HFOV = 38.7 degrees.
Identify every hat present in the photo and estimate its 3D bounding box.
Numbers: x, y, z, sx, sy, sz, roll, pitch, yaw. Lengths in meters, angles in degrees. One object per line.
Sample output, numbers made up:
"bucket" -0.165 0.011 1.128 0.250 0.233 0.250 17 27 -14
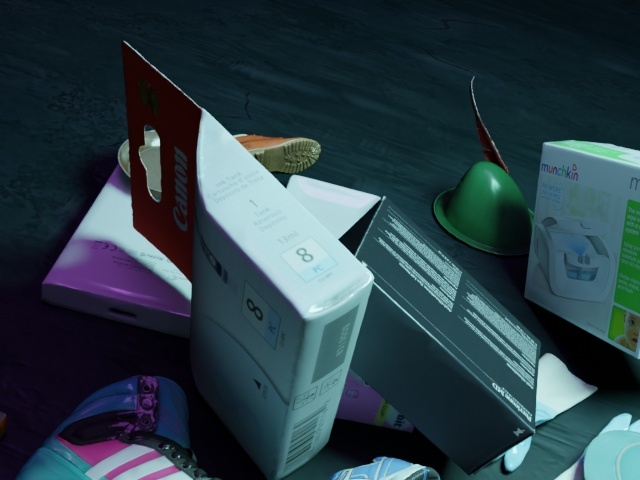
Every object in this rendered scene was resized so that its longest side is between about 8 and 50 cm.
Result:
"hat" 0.273 -0.105 1.403 0.208 0.183 0.173 26 38 16

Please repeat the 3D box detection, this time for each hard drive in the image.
"hard drive" -0.217 -0.002 1.222 0.203 0.040 0.307 14 35 0

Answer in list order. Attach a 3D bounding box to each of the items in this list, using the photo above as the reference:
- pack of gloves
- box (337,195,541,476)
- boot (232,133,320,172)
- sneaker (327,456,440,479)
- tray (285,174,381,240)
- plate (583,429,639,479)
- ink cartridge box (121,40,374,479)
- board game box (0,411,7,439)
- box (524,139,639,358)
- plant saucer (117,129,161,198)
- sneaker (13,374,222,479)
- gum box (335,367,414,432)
"pack of gloves" 0.300 0.226 1.083 0.195 0.046 0.232 34 40 27
"box" 0.116 0.100 1.010 0.261 0.103 0.184 43 26 -6
"boot" -0.080 -0.146 1.453 0.158 0.059 0.084 -10 37 -28
"sneaker" 0.023 0.282 0.906 0.211 0.080 0.081 -20 21 -35
"tray" 0.000 0.000 1.302 0.145 0.030 0.270 16 36 1
"plate" 0.385 0.286 1.025 0.188 0.024 0.188 14 40 -12
"ink cartridge box" -0.122 0.025 0.945 0.091 0.308 0.385 -31 61 -29
"board game box" -0.460 0.182 0.901 0.259 0.039 0.124 15 35 6
"box" 0.400 0.001 1.192 0.127 0.231 0.262 -1 15 -20
"plant saucer" -0.205 -0.104 1.305 0.168 0.029 0.168 10 36 -7
"sneaker" -0.137 0.217 0.866 0.296 0.123 0.178 4 39 10
"gum box" 0.065 0.135 1.111 0.107 0.062 0.188 12 36 -5
